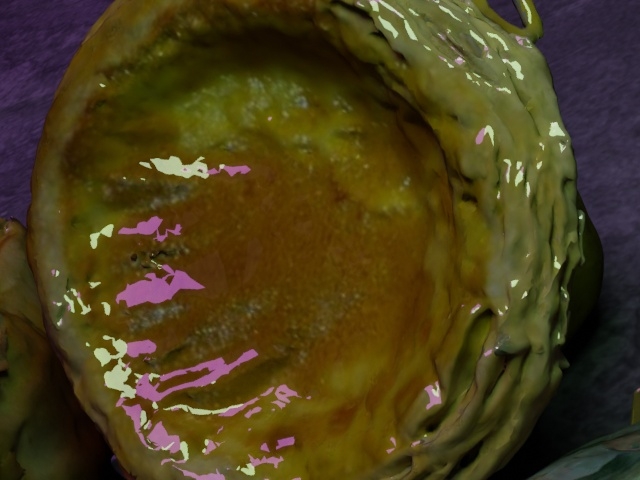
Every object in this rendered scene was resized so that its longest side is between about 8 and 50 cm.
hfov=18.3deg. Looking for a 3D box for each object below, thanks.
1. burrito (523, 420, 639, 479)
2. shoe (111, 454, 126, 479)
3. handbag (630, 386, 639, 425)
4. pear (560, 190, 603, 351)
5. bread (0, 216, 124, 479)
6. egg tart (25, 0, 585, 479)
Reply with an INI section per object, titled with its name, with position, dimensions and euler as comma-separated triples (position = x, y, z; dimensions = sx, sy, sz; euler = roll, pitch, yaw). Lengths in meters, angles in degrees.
[burrito]
position = 0.147, 0.151, 1.109
dimensions = 0.309, 0.066, 0.096
euler = -26, 12, -21
[shoe]
position = -0.060, 0.118, 1.398
dimensions = 0.160, 0.132, 0.363
euler = -19, 39, 21
[handbag]
position = 0.222, 0.116, 1.228
dimensions = 0.061, 0.027, 0.083
euler = -18, 31, 25
[pear]
position = 0.093, 0.013, 1.352
dimensions = 0.198, 0.198, 0.198
euler = -24, 30, 15
[bread]
position = -0.238, 0.123, 1.424
dimensions = 0.167, 0.277, 0.324
euler = -26, 26, 3
[egg tart]
position = 0.000, 0.000, 1.210
dimensions = 0.388, 0.388, 0.169
euler = -16, -9, 27
